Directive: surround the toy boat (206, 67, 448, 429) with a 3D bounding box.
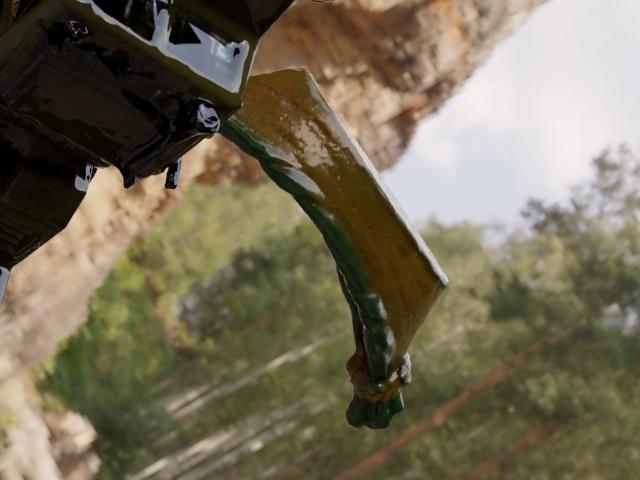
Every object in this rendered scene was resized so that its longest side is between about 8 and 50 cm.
[{"bbox_3d":[0.000,0.000,0.810,0.229,0.088,0.089,55,6,-23],"label":"toy boat"}]

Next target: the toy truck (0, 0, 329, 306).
[{"bbox_3d":[-0.086,-0.070,0.543,0.127,0.257,0.127,30,42,-31],"label":"toy truck"}]
